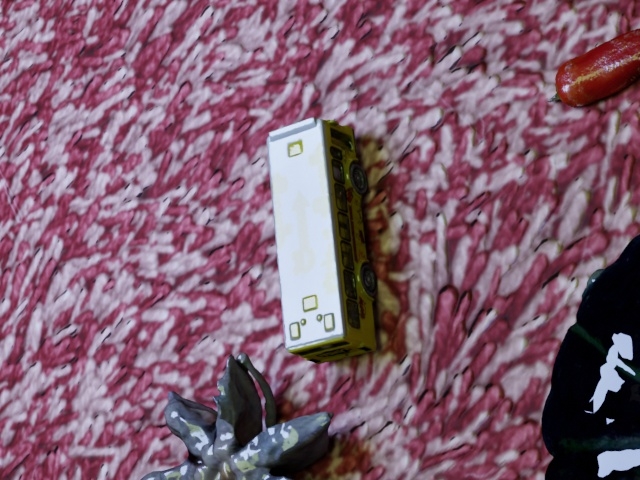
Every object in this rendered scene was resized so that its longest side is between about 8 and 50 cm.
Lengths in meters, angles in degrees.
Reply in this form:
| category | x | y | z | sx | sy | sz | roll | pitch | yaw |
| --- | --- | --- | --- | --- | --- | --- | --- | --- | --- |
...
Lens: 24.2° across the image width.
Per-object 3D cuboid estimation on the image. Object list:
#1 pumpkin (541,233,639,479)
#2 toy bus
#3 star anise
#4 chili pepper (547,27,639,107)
| category | x | y | z | sx | sy | sz | roll | pitch | yaw |
| --- | --- | --- | --- | --- | --- | --- | --- | --- | --- |
| pumpkin | 0.335 | 0.136 | 1.029 | 0.363 | 0.266 | 0.363 | -8 | 74 | 30 |
| toy bus | 0.000 | 0.000 | 1.419 | 0.081 | 0.074 | 0.226 | -15 | 71 | 32 |
| star anise | -0.073 | 0.221 | 1.403 | 0.229 | 0.093 | 0.236 | -41 | 56 | 21 |
| chili pepper | 0.271 | -0.160 | 1.295 | 0.178 | 0.027 | 0.045 | -23 | 65 | 27 |
